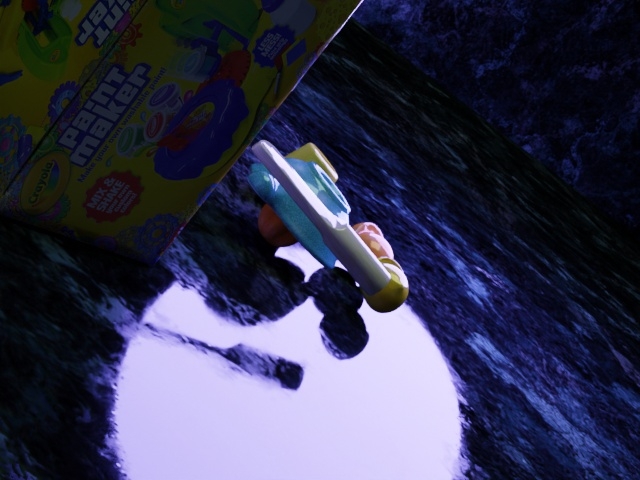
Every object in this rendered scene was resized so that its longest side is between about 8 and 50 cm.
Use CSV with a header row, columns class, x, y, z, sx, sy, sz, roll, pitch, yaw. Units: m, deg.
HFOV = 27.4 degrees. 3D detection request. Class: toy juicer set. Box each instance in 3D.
class,x,y,z,sx,sy,sz,roll,pitch,yaw
toy juicer set,0.000,0.000,1.335,0.209,0.089,0.329,52,7,1

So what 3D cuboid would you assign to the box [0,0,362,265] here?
class,x,y,z,sx,sy,sz,roll,pitch,yaw
box,-0.170,-0.189,1.060,0.177,0.290,0.279,23,22,-49
